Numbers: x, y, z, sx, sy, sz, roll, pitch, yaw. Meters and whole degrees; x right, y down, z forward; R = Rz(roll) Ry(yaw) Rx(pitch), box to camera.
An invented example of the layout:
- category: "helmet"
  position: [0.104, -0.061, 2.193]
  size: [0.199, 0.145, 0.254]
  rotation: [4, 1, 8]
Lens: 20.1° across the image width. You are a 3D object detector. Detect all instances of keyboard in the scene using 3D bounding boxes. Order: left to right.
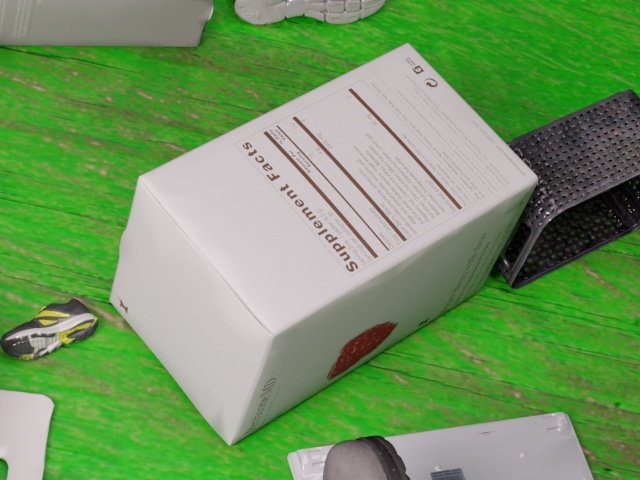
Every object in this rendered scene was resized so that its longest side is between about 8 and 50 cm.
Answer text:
- category: "keyboard"
  position: [0.102, 0.189, 1.488]
  size: [0.256, 0.014, 0.072]
  rotation: [-6, 62, -19]

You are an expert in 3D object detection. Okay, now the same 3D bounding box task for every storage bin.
- category: "storage bin"
  position: [0.227, -0.047, 1.623]
  size: [0.180, 0.122, 0.084]
  rotation: [-23, 64, -29]

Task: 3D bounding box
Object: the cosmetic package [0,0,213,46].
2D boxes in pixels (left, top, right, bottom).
- category: "cosmetic package"
  position: [-0.217, -0.245, 1.634]
  size: [0.238, 0.127, 0.107]
  rotation: [-3, 65, -19]

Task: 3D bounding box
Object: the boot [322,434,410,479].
- category: "boot"
  position: [-0.040, 0.299, 1.255]
  size: [0.222, 0.118, 0.338]
  rotation: [2, 70, -13]

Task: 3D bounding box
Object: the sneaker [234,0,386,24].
- category: "sneaker"
  position: [-0.011, -0.251, 1.747]
  size: [0.157, 0.061, 0.065]
  rotation: [-3, 49, -18]

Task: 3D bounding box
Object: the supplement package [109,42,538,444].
- category: "supplement package"
  position: [0.000, 0.000, 1.490]
  size: [0.293, 0.177, 0.175]
  rotation: [-29, 67, -31]

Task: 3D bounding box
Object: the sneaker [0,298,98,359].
- category: "sneaker"
  position: [-0.224, 0.072, 1.472]
  size: [0.083, 0.031, 0.035]
  rotation: [-14, 46, -29]

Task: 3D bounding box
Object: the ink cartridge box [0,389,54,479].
- category: "ink cartridge box"
  position: [-0.375, 0.143, 1.316]
  size: [0.353, 0.119, 0.207]
  rotation: [9, 53, -9]
